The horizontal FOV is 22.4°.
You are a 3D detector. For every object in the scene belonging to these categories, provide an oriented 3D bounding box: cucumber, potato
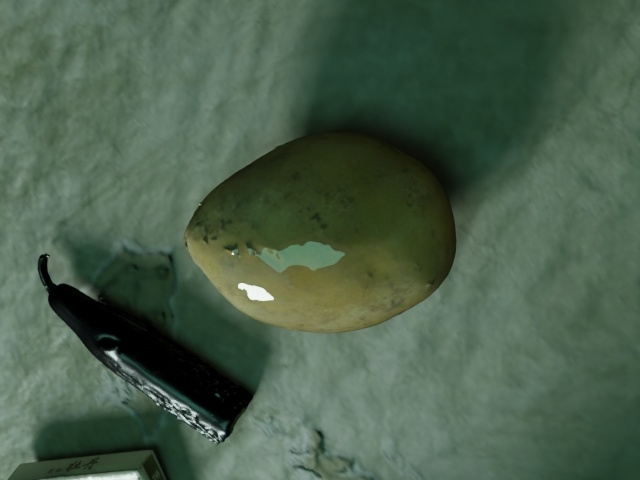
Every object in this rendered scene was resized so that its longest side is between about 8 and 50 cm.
[{"bbox_3d":[-0.118,0.069,1.009,0.163,0.039,0.043,32,99,6],"label":"cucumber"},{"bbox_3d":[0.002,0.000,0.894,0.147,0.112,0.112,-3,109,17],"label":"potato"}]

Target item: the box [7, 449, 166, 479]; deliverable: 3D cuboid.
[{"bbox_3d":[-0.130,0.236,1.087,0.109,0.029,0.198,-9,108,26],"label":"box"}]
